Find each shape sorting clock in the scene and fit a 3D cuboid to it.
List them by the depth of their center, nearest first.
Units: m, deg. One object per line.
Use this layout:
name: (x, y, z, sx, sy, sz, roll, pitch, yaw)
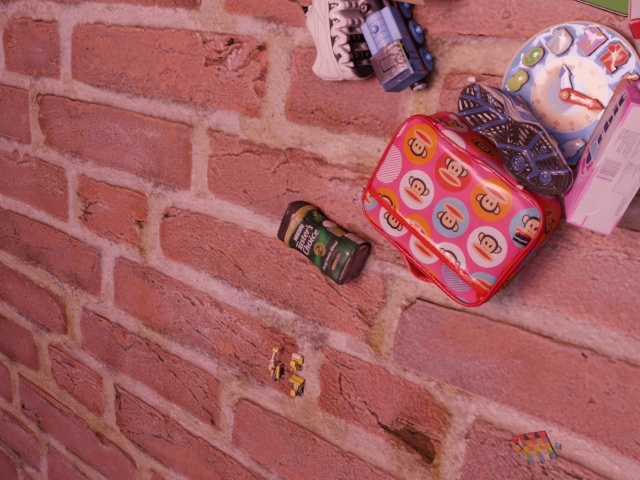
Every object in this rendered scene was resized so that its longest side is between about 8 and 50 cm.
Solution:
shape sorting clock: (0.363, -0.214, 0.872, 0.206, 0.040, 0.207, 9, 105, 35)

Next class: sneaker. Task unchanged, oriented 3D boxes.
sneaker: (0.297, -0.157, 0.871, 0.211, 0.081, 0.080, 55, 138, 17)
sneaker: (0.020, -0.427, 1.047, 0.118, 0.110, 0.293, 4, 103, 45)

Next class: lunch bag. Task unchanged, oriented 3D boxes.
lunch bag: (0.212, -0.042, 0.983, 0.293, 0.120, 0.258, 44, 127, 22)

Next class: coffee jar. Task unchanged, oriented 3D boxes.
coffee jar: (0.000, 0.000, 1.167, 0.184, 0.079, 0.096, 35, 119, 26)

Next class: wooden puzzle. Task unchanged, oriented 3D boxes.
wooden puzzle: (0.370, 0.353, 1.015, 0.083, 0.006, 0.050, -28, 83, 37)

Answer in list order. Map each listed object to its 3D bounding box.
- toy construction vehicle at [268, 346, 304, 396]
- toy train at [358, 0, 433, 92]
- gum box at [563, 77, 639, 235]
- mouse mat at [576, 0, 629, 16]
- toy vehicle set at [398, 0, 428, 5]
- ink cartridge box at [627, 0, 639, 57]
toy construction vehicle: (-0.076, 0.292, 1.317, 0.085, 0.035, 0.098, 18, 111, 32)
toy train: (0.121, -0.333, 0.985, 0.080, 0.105, 0.184, -25, 85, 37)
gum box: (0.398, -0.116, 0.796, 0.062, 0.107, 0.189, 20, 125, 7)
mouse mat: (0.406, -0.422, 0.815, 0.152, 0.007, 0.190, 34, 118, 27)
toy vehicle set: (0.139, -0.507, 0.918, 0.165, 0.035, 0.267, 24, 92, 31)
ink cartridge box: (0.451, -0.258, 0.706, 0.127, 0.175, 0.073, 1, 78, 36)
